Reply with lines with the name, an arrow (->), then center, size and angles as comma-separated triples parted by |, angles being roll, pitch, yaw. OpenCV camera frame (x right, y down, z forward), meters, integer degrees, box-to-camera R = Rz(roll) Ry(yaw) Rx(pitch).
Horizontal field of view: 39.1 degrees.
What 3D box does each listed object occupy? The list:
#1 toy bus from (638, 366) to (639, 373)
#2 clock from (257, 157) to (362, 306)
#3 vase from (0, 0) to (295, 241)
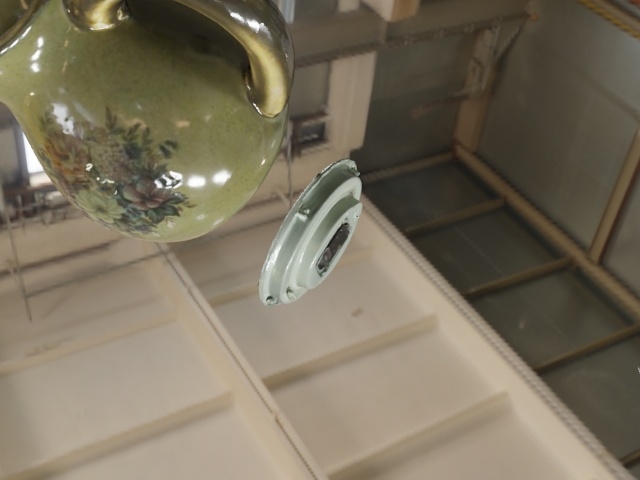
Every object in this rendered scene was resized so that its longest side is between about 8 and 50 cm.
toy bus -> 0.432, 0.164, 1.091 | 0.083, 0.037, 0.031 | -16, -171, 16
clock -> 0.000, 0.000, 1.241 | 0.053, 0.236, 0.236 | 32, -134, 17
vase -> -0.163, -0.158, 0.798 | 0.302, 0.329, 0.240 | 35, -124, -30
